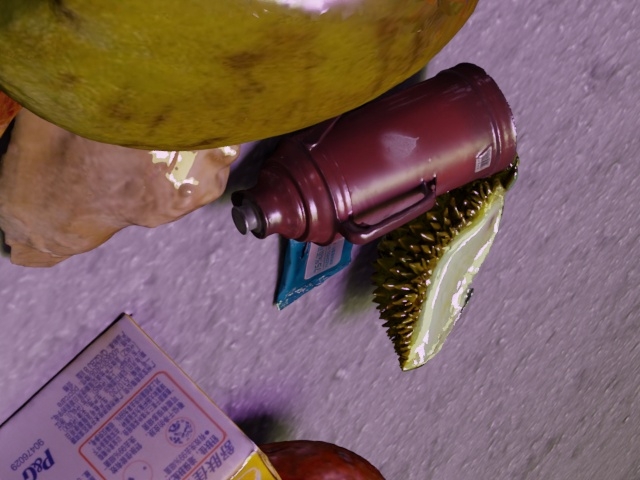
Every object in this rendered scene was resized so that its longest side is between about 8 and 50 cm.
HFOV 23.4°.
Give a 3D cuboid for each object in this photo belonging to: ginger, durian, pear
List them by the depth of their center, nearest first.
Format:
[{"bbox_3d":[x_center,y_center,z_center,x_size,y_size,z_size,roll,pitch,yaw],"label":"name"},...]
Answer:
[{"bbox_3d":[-0.044,-0.176,0.786,0.321,0.269,0.269,-24,143,-39],"label":"pear"},{"bbox_3d":[-0.128,-0.035,0.994,0.115,0.122,0.193,-51,171,-46],"label":"ginger"},{"bbox_3d":[0.105,0.000,1.394,0.221,0.095,0.137,-58,-173,13],"label":"durian"}]

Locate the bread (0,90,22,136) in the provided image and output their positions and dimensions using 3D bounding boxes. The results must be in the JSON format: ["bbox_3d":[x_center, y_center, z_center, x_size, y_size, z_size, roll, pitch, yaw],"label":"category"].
[{"bbox_3d":[-0.236,-0.073,0.843,0.193,0.064,0.193,-41,157,-22],"label":"bread"}]

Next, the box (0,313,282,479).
[{"bbox_3d":[-0.180,0.210,1.168,0.265,0.168,0.097,-45,155,-11],"label":"box"}]

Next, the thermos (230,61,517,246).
[{"bbox_3d":[0.037,-0.054,1.196,0.232,0.124,0.099,-25,141,-25],"label":"thermos"}]

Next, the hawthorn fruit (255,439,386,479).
[{"bbox_3d":[-0.048,0.300,1.399,0.261,0.258,0.258,6,129,-14],"label":"hawthorn fruit"}]

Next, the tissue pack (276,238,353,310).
[{"bbox_3d":[0.000,0.000,1.310,0.085,0.028,0.138,-30,152,-26],"label":"tissue pack"}]
